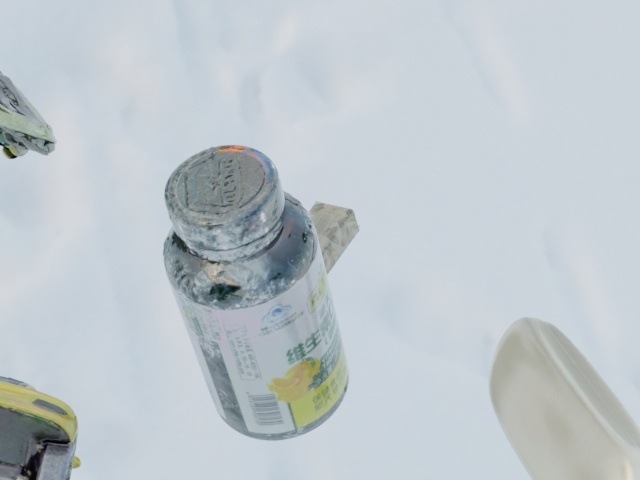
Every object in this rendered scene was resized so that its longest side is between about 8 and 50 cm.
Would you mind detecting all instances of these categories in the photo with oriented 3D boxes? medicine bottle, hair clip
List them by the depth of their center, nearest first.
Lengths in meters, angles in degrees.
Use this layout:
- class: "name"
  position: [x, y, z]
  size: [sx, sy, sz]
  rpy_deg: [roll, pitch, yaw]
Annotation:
- class: "medicine bottle"
  position: [-0.062, 0.049, 1.261]
  size: [0.293, 0.141, 0.141]
  rpy_deg: [76, 24, -45]
- class: "hair clip"
  position: [-0.361, -0.160, 1.277]
  size: [0.138, 0.091, 0.321]
  rpy_deg: [45, -5, 26]

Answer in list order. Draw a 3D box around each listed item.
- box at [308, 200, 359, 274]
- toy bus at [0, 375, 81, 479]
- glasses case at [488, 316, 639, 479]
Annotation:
- class: "box"
  position: [0.000, 0.000, 1.699]
  size: [0.098, 0.062, 0.045]
  rpy_deg: [-57, 144, -33]
- class: "toy bus"
  position: [-0.257, 0.227, 0.963]
  size: [0.145, 0.331, 0.151]
  rpy_deg: [12, 22, -5]
- class: "glasses case"
  position: [0.168, 0.127, 0.931]
  size: [0.051, 0.081, 0.204]
  rpy_deg: [12, 26, -23]
